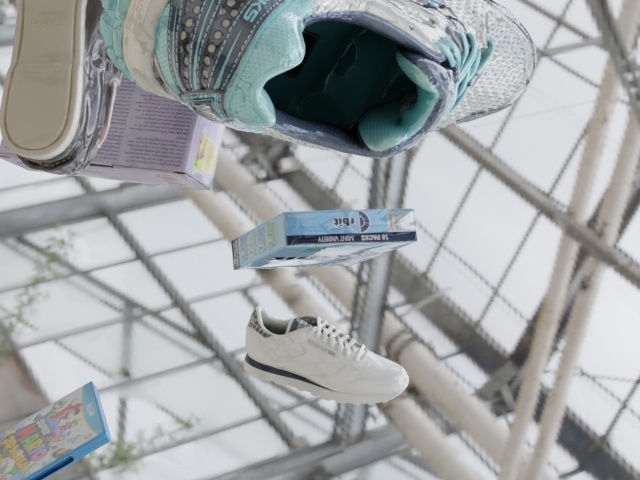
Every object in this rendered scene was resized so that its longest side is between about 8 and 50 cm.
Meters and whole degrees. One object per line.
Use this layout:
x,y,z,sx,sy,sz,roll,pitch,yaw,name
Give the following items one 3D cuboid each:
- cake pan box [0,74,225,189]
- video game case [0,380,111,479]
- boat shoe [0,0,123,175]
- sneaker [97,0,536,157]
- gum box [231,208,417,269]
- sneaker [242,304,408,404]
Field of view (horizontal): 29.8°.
-0.224,-0.190,1.361,0.267,0.070,0.245,6,-105,23,cake pan box
-0.310,0.225,1.304,0.015,0.166,0.119,63,-6,-27,video game case
-0.241,-0.226,1.188,0.095,0.112,0.335,49,49,-73,boat shoe
0.030,-0.081,0.618,0.122,0.283,0.110,38,-61,38,sneaker
0.000,0.000,1.381,0.184,0.157,0.041,154,-68,-66,gum box
0.008,0.157,1.648,0.090,0.235,0.094,-54,154,-70,sneaker
